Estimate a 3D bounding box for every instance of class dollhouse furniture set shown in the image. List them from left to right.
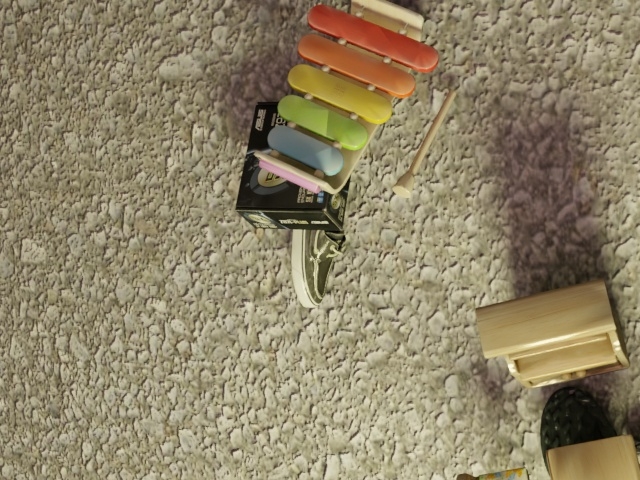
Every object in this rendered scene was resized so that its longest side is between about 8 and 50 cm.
[{"bbox_3d":[0.350,0.283,1.518,0.362,0.256,0.394,-15,68,17],"label":"dollhouse furniture set"}]

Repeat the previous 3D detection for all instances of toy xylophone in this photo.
[{"bbox_3d":[0.058,-0.195,1.643,0.236,0.081,0.323,17,70,12],"label":"toy xylophone"}]

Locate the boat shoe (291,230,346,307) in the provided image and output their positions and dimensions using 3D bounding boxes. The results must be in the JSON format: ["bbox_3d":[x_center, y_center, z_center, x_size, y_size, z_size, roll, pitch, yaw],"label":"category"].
[{"bbox_3d":[0.000,0.000,1.789,0.070,0.078,0.219,5,104,23],"label":"boat shoe"}]

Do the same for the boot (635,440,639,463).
[{"bbox_3d":[0.520,0.252,1.646,0.190,0.069,0.086,-22,87,18],"label":"boot"}]

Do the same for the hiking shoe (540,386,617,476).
[{"bbox_3d":[0.408,0.363,1.690,0.113,0.132,0.304,-24,70,13],"label":"hiking shoe"}]

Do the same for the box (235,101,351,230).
[{"bbox_3d":[-0.032,-0.112,1.727,0.147,0.077,0.180,3,70,23],"label":"box"}]
